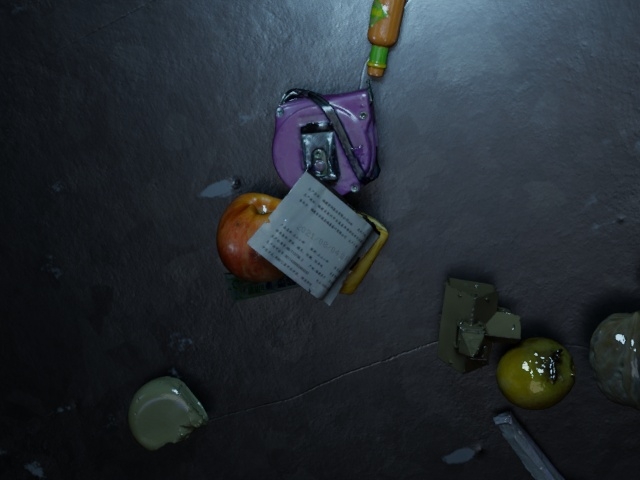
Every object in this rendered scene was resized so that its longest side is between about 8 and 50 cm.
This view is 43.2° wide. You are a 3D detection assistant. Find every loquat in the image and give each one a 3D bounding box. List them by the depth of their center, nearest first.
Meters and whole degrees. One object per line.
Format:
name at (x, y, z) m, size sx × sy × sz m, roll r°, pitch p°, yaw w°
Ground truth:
loquat at (0.468, 0.294, 1.785) m, size 0.172 × 0.204 × 0.149 m, roll -34°, pitch 93°, yaw -28°

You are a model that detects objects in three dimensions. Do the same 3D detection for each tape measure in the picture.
tape measure at (0.010, -0.209, 1.718) m, size 0.232 × 0.149 × 0.245 m, roll -9°, pitch 104°, yaw 9°

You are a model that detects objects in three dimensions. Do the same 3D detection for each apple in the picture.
apple at (-0.128, -0.011, 1.765) m, size 0.210 × 0.209 × 0.164 m, roll 8°, pitch 121°, yaw 6°

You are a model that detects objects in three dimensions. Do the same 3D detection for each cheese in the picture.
cheese at (-0.388, 0.430, 1.983) m, size 0.202 × 0.091 × 0.175 m, roll -41°, pitch 96°, yaw 18°

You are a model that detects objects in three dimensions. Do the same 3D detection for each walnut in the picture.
walnut at (0.685, 0.251, 1.721) m, size 0.224 × 0.224 × 0.224 m, roll 2°, pitch 105°, yaw 8°

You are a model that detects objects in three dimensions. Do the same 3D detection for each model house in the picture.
model house at (0.341, 0.202, 1.729) m, size 0.176 × 0.248 × 0.180 m, roll 7°, pitch 107°, yaw 6°

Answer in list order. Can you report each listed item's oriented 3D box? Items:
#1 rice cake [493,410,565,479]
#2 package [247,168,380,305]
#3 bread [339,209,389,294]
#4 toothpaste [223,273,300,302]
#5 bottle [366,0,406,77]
rice cake at (0.500, 0.506, 1.891) m, size 0.055 × 0.049 × 0.270 m, roll -34°, pitch 98°, yaw 38°
package at (0.000, 0.000, 1.682) m, size 0.251 × 0.062 × 0.204 m, roll 38°, pitch 87°, yaw -33°
bread at (0.061, 0.031, 1.819) m, size 0.116 × 0.077 × 0.200 m, roll 29°, pitch 108°, yaw -8°
toothpaste at (-0.099, 0.089, 1.838) m, size 0.297 × 0.048 × 0.074 m, roll -12°, pitch 102°, yaw 32°
bottle at (0.132, -0.434, 1.681) m, size 0.069 × 0.069 × 0.187 m, roll 11°, pitch 106°, yaw 5°
